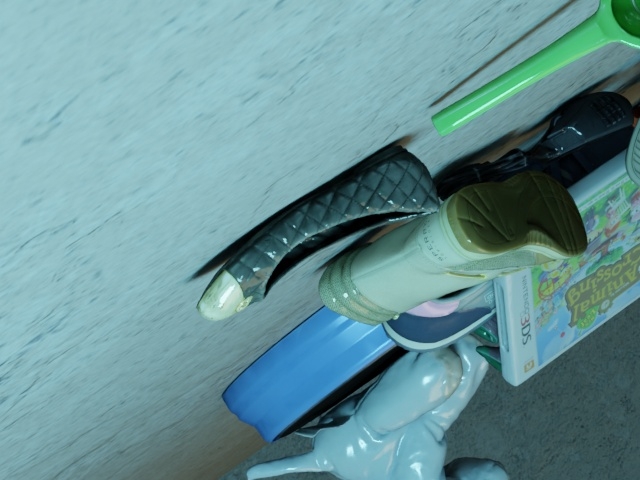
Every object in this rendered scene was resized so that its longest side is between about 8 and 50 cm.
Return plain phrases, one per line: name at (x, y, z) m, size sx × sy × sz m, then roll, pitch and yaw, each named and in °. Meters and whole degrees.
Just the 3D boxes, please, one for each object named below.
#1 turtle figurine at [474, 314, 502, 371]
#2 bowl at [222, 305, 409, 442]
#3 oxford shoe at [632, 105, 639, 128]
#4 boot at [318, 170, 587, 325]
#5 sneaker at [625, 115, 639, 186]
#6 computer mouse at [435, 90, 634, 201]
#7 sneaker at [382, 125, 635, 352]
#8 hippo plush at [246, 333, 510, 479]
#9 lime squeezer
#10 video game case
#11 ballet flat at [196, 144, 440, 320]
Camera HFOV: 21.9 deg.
turtle figurine at (0.236, 0.018, 1.662) m, size 0.234 × 0.175 × 0.118 m, roll -52°, pitch -150°, yaw -15°
bowl at (0.071, 0.091, 1.821) m, size 0.391 × 0.077 × 0.391 m, roll -35°, pitch 173°, yaw -5°
oxford shoe at (0.427, -0.145, 1.868) m, size 0.271 × 0.098 × 0.097 m, roll -42°, pitch 171°, yaw 39°
boot at (0.113, 0.011, 1.368) m, size 0.165 × 0.077 × 0.213 m, roll -29°, pitch 166°, yaw 34°
sneaker at (0.347, -0.128, 1.509) m, size 0.222 × 0.083 × 0.118 m, roll -52°, pitch 178°, yaw -8°
computer mouse at (0.182, -0.084, 1.399) m, size 0.242 × 0.041 × 0.071 m, roll -22°, pitch 177°, yaw -42°
sneaker at (0.190, -0.020, 1.549) m, size 0.319 × 0.112 × 0.131 m, roll -41°, pitch 161°, yaw -12°
hippo plush at (0.129, 0.257, 1.904) m, size 0.294 × 0.236 × 0.234 m, roll -28°, pitch 169°, yaw -49°
lime squeezer at (0.202, -0.157, 0.995) m, size 0.310 × 0.058 × 0.110 m, roll -35°, pitch -157°, yaw -22°
video game case at (0.251, 0.018, 1.557) m, size 0.212 × 0.023 × 0.193 m, roll -33°, pitch 139°, yaw -20°
ballet flat at (0.000, 0.000, 0.999) m, size 0.173 × 0.049 × 0.057 m, roll -33°, pitch 172°, yaw -19°
